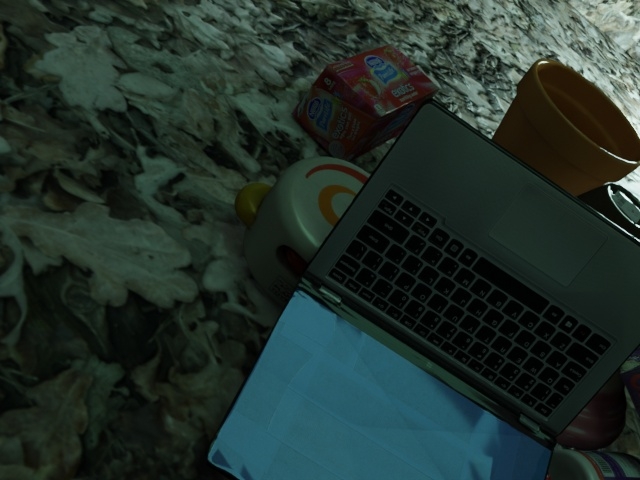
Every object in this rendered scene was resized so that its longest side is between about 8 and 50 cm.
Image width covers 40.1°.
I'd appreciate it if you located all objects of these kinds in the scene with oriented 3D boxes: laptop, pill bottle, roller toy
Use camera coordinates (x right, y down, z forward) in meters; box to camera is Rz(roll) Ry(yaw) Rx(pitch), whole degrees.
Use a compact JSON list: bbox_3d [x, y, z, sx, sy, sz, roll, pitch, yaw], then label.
[{"bbox_3d":[0.157,0.134,0.957,0.382,0.408,0.236,33,18,-7],"label":"laptop"},{"bbox_3d":[0.387,0.342,1.190,0.194,0.108,0.108,13,43,-34],"label":"pill bottle"},{"bbox_3d":[0.000,0.000,1.165,0.209,0.146,0.191,2,57,-32],"label":"roller toy"}]

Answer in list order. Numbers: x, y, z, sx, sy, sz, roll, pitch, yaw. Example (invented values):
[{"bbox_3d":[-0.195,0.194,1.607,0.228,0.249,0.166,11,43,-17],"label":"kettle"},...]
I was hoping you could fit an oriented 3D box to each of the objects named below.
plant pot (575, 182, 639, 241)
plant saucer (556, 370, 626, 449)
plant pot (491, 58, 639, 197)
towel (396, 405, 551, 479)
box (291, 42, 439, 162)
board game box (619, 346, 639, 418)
[{"bbox_3d":[0.444,0.016,1.494,0.215,0.230,0.215,25,38,-21],"label":"plant pot"},{"bbox_3d":[0.324,0.158,1.300,0.332,0.084,0.332,26,27,-14],"label":"plant saucer"},{"bbox_3d":[0.480,-0.195,1.782,0.291,0.203,0.290,25,37,-21],"label":"plant pot"},{"bbox_3d":[0.200,0.304,1.037,0.199,0.031,0.274,-6,67,-28],"label":"towel"},{"bbox_3d":[0.084,-0.243,1.529,0.128,0.122,0.257,46,35,8],"label":"box"},{"bbox_3d":[0.505,0.312,1.235,0.346,0.056,0.208,67,22,-1],"label":"board game box"}]
